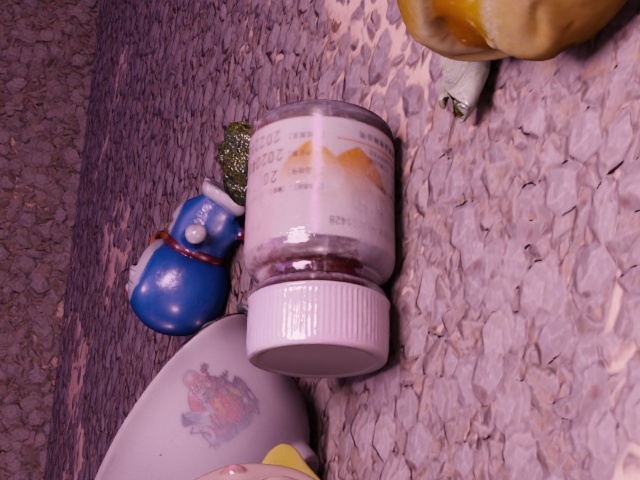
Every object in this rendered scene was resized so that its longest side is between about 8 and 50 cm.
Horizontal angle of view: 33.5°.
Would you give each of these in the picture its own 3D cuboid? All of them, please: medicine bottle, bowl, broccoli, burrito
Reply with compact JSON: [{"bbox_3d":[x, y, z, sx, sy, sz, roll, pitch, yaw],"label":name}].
[{"bbox_3d":[0.000,0.000,1.147,0.165,0.165,0.273,140,134,-57],"label":"medicine bottle"},{"bbox_3d":[-0.103,0.268,1.216,0.157,0.345,0.346,27,111,21],"label":"bowl"},{"bbox_3d":[-0.073,-0.104,1.419,0.138,0.146,0.162,-43,35,-12],"label":"broccoli"},{"bbox_3d":[0.142,-0.171,1.040,0.074,0.044,0.118,-21,58,61],"label":"burrito"}]

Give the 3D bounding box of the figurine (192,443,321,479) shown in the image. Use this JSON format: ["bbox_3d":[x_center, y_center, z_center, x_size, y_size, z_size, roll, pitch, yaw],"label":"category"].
[{"bbox_3d":[-0.117,0.364,0.863,0.266,0.377,0.361,29,96,26],"label":"figurine"}]

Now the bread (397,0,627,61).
[{"bbox_3d":[0.146,-0.316,0.889,0.300,0.210,0.341,140,135,-60],"label":"bread"}]

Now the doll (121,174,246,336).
[{"bbox_3d":[-0.206,0.023,1.644,0.215,0.161,0.257,-23,-43,-84],"label":"doll"}]

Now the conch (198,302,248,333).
[{"bbox_3d":[-0.133,0.141,1.554,0.065,0.088,0.180,59,152,-12],"label":"conch"}]
